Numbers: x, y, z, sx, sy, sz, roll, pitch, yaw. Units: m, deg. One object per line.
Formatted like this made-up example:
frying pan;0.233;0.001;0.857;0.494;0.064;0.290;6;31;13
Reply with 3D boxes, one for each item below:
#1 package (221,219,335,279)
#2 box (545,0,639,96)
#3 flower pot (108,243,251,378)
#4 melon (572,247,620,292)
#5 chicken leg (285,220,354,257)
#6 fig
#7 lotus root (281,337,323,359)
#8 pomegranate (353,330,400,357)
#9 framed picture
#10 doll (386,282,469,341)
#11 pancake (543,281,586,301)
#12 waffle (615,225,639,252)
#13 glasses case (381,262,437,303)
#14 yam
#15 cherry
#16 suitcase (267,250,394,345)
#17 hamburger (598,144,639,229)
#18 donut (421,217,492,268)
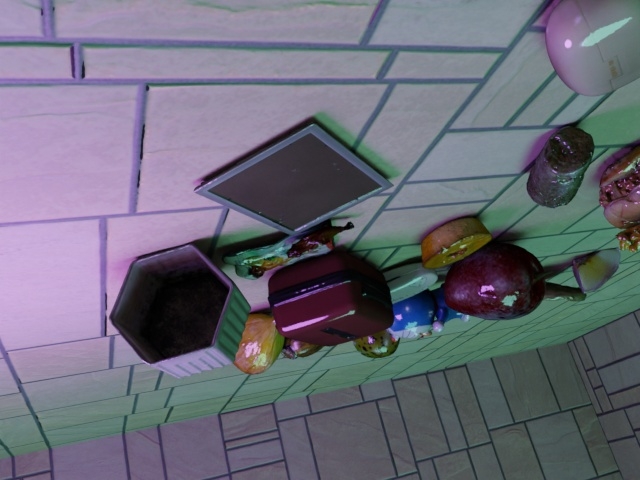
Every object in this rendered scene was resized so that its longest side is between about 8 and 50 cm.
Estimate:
package;-0.081;0.028;1.286;0.231;0.040;0.166;-16;159;-3
box;0.375;-0.264;0.813;0.146;0.088;0.200;-25;155;26
flower pot;-0.262;0.141;1.208;0.239;0.209;0.190;-17;159;0
melon;0.870;0.083;2.013;0.202;0.093;0.139;-39;-167;-17
chicken leg;-0.001;-0.001;1.224;0.145;0.037;0.062;-28;167;4
fig;-0.144;0.246;1.630;0.159;0.159;0.257;7;142;-44
lotus root;-0.033;0.261;1.761;0.209;0.120;0.120;-34;174;-40
pomegranate;0.155;0.281;1.918;0.205;0.159;0.159;25;141;-22
framed picture;-0.034;-0.094;1.048;0.232;0.019;0.296;-25;156;21
doll;0.290;0.198;1.768;0.256;0.161;0.215;-3;-164;-14
pancake;0.749;0.158;2.055;0.241;0.050;0.242;4;-176;0
waffle;0.840;-0.078;1.416;0.293;0.069;0.259;-40;-172;-21
glasses case;0.166;0.132;1.647;0.296;0.075;0.113;-25;155;20
yam;0.451;-0.132;1.175;0.107;0.107;0.183;-16;155;1
cherry;0.448;0.111;1.617;0.300;0.203;0.230;-21;166;37
suitcase;0.033;0.146;1.475;0.236;0.161;0.297;-21;157;19
hamburger;0.730;-0.129;1.318;0.243;0.146;0.286;-9;157;-34
donut;0.311;0.003;1.452;0.162;0.065;0.178;-5;155;-36
